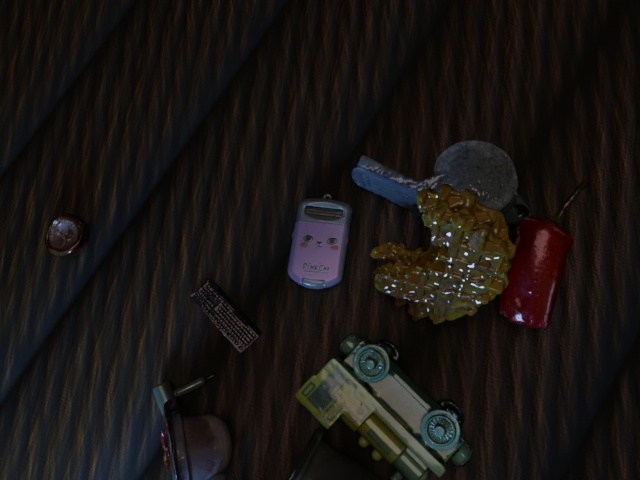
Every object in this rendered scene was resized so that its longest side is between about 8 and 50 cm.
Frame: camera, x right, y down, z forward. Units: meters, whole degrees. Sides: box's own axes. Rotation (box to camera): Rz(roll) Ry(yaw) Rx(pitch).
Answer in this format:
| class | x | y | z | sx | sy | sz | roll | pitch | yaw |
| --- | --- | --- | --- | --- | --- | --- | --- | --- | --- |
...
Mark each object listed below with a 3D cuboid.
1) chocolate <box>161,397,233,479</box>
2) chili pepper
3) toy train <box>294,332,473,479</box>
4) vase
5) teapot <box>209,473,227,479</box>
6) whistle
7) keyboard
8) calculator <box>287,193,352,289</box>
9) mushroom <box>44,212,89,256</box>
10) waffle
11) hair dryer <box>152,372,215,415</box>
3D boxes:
| class | x | y | z | sx | sy | sz | roll | pitch | yaw |
| --- | --- | --- | --- | --- | --- | --- | --- | --- | --- |
| chocolate | -0.272 | 0.455 | 1.318 | 0.147 | 0.221 | 0.221 | -12 | 72 | -23 |
| chili pepper | 0.483 | 0.016 | 1.303 | 0.131 | 0.134 | 0.338 | 15 | 99 | 21 |
| toy train | 0.149 | 0.383 | 1.294 | 0.369 | 0.150 | 0.237 | 43 | 92 | 15 |
| vase | 0.055 | 0.569 | 1.217 | 0.291 | 0.245 | 0.245 | 31 | 80 | 7 |
| teapot | -0.210 | 0.693 | 1.177 | 0.252 | 0.280 | 0.424 | 0 | 70 | -5 |
| whistle | 0.279 | -0.111 | 1.395 | 0.405 | 0.168 | 0.188 | -3 | 74 | 6 |
| keyboard | -0.234 | 0.182 | 1.452 | 0.074 | 0.015 | 0.196 | -43 | 75 | -6 |
| calculator | 0.000 | 0.000 | 1.460 | 0.141 | 0.045 | 0.246 | 8 | 75 | 8 |
| mushroom | -0.657 | -0.011 | 1.532 | 0.123 | 0.052 | 0.123 | -4 | 73 | 13 |
| waffle | 0.268 | 0.038 | 1.283 | 0.261 | 0.324 | 0.151 | 31 | 48 | -2 |
| hair dryer | -0.318 | 0.354 | 1.409 | 0.150 | 0.047 | 0.071 | -24 | 76 | -11 |
